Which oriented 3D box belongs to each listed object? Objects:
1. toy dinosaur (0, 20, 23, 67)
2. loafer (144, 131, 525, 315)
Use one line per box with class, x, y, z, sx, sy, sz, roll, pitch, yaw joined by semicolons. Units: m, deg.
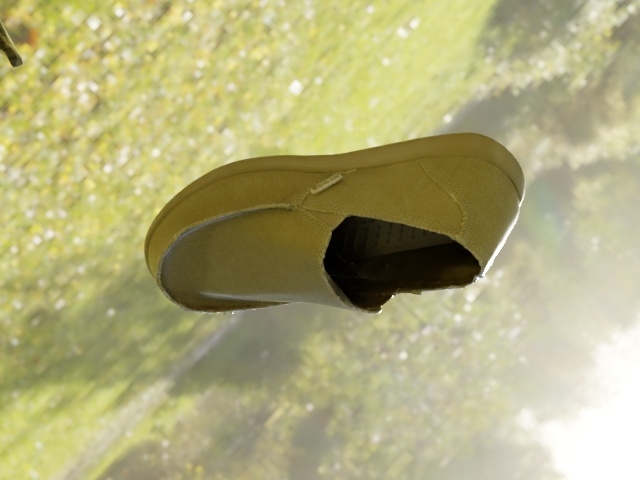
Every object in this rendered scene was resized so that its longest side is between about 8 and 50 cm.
toy dinosaur;-0.288;-0.229;1.249;0.118;0.268;0.064;-21;148;-44
loafer;0.000;0.000;0.978;0.268;0.102;0.092;-15;-141;22
